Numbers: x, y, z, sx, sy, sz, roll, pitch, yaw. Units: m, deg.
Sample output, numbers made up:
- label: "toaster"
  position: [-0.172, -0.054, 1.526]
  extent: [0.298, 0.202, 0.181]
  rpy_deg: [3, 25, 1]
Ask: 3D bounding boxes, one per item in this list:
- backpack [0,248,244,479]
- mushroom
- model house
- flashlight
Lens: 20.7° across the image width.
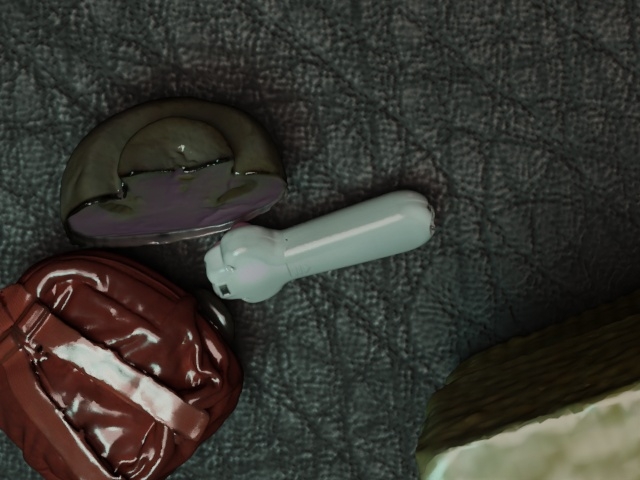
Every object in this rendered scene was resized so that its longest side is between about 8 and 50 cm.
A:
- label: "backpack"
  position: [-0.190, 0.112, 1.486]
  extent: [0.229, 0.139, 0.229]
  rpy_deg: [3, 105, 9]
- label: "mushroom"
  position: [-0.130, -0.062, 1.454]
  extent: [0.188, 0.117, 0.141]
  rpy_deg: [-13, 146, -12]
- label: "model house"
  position: [0.289, 0.189, 1.356]
  extent: [0.342, 0.382, 0.335]
  rpy_deg: [-23, 100, 10]
- label: "flashlight"
  position: [0.000, 0.000, 1.491]
  extent: [0.200, 0.093, 0.047]
  rpy_deg: [-17, 58, 2]
